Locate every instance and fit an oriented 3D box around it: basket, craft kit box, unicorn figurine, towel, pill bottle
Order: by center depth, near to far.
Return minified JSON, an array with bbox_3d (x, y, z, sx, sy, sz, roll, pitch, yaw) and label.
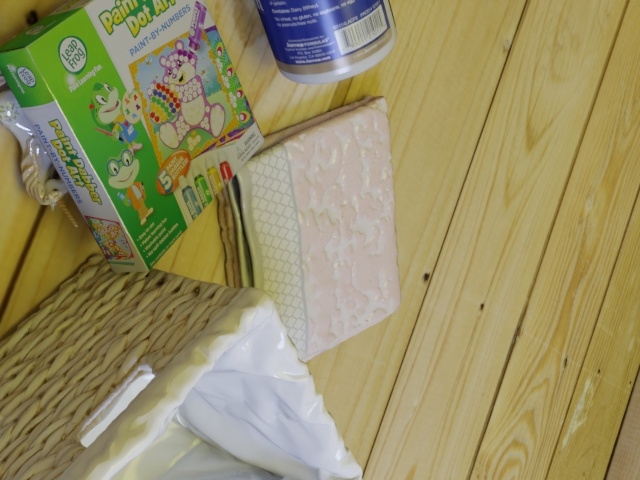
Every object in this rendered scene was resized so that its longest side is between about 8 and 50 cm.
[{"bbox_3d":[-0.270,-0.108,0.865,0.162,0.060,0.111,48,65,-28],"label":"unicorn figurine"},{"bbox_3d":[-0.176,-0.139,0.903,0.250,0.061,0.247,-56,131,-43],"label":"craft kit box"},{"bbox_3d":[-0.181,0.240,0.904,0.328,0.266,0.331,-48,132,-29],"label":"basket"},{"bbox_3d":[-0.014,-0.326,1.013,0.153,0.153,0.265,-45,131,-32],"label":"pill bottle"},{"bbox_3d":[0.000,0.000,1.209,0.317,0.053,0.332,-28,122,-42],"label":"towel"}]
